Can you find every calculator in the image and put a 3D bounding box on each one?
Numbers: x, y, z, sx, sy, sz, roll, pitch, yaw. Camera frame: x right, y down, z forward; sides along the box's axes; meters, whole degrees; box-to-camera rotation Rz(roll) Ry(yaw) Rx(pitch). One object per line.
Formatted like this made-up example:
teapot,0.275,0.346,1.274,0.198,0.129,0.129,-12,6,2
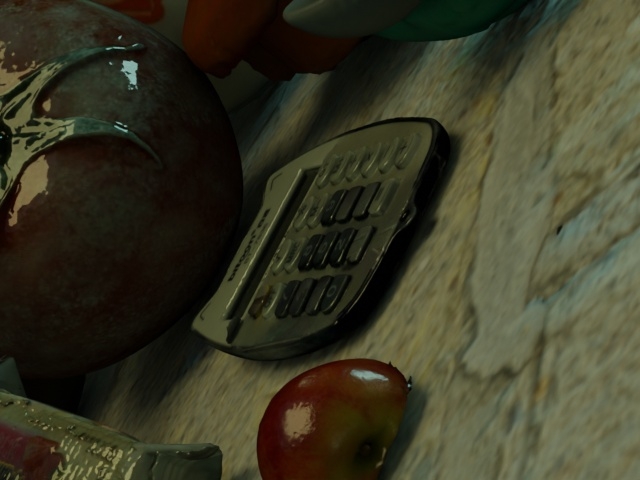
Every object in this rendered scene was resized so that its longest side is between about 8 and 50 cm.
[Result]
calculator,0.000,0.000,1.069,0.177,0.040,0.268,-63,17,-16

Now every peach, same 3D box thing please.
peach,0.000,0.097,0.841,0.098,0.061,0.098,-50,24,33

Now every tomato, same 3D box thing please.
tomato,-0.224,-0.044,1.326,0.316,0.317,0.282,-60,-23,-8

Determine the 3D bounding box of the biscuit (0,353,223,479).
biscuit,-0.187,0.185,1.089,0.309,0.079,0.186,13,70,50

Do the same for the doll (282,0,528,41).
doll,0.092,-0.212,1.012,0.258,0.153,0.195,-25,19,33

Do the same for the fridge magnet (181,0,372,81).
fridge magnet,0.022,-0.272,1.273,0.363,0.155,0.363,-53,9,12

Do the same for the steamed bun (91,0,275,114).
steamed bun,-0.183,-0.285,1.538,0.374,0.374,0.241,-58,-24,1

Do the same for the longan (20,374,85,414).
longan,-0.353,0.116,1.506,0.243,0.300,0.300,-24,30,26
